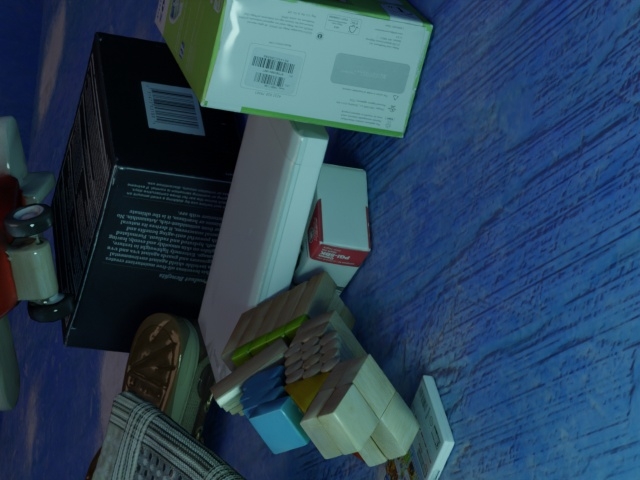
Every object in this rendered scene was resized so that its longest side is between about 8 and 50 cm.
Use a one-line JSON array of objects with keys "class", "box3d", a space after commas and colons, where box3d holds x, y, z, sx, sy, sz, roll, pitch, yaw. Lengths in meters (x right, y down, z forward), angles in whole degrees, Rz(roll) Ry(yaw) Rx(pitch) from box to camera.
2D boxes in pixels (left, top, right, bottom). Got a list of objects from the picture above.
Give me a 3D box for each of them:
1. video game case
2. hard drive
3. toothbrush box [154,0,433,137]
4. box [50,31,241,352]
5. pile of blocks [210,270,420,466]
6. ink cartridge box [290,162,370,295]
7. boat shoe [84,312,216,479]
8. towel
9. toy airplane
[{"class": "video game case", "box3d": [0.083, 0.191, 1.662, 0.087, 0.011, 0.122, -106, 30, -51]}, {"class": "hard drive", "box3d": [-0.063, -0.006, 1.972, 0.203, 0.040, 0.308, -114, 36, -61]}, {"class": "toothbrush box", "box3d": [-0.034, -0.215, 1.898, 0.283, 0.206, 0.122, -121, 43, -62]}, {"class": "box", "box3d": [-0.224, -0.057, 2.443, 0.296, 0.182, 0.294, -104, 28, -49]}, {"class": "pile of blocks", "box3d": [-0.005, 0.150, 1.737, 0.149, 0.113, 0.362, -35, 17, 1]}, {"class": "ink cartridge box", "box3d": [0.000, 0.000, 1.933, 0.135, 0.056, 0.099, 123, 150, -52]}, {"class": "boat shoe", "box3d": [-0.190, 0.253, 2.320, 0.123, 0.123, 0.342, 23, 102, 42]}, {"class": "towel", "box3d": [-0.179, 0.342, 1.868, 0.312, 0.056, 0.324, 30, 104, 53]}, {"class": "toy airplane", "box3d": [-0.464, -0.005, 2.425, 0.384, 0.272, 0.386, 89, 167, -69]}]
